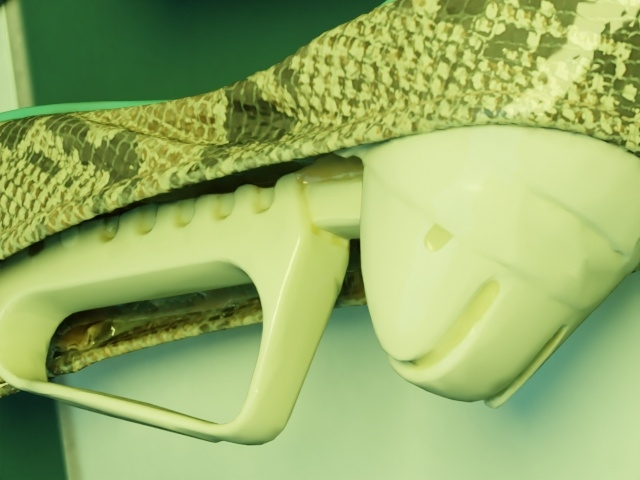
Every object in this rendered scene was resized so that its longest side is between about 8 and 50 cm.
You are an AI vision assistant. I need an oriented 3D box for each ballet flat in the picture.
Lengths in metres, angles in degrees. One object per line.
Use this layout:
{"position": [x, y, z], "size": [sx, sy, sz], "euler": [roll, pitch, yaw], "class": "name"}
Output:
{"position": [0.000, 0.000, 0.708], "size": [0.483, 0.164, 0.182], "euler": [-13, 53, 33], "class": "ballet flat"}
